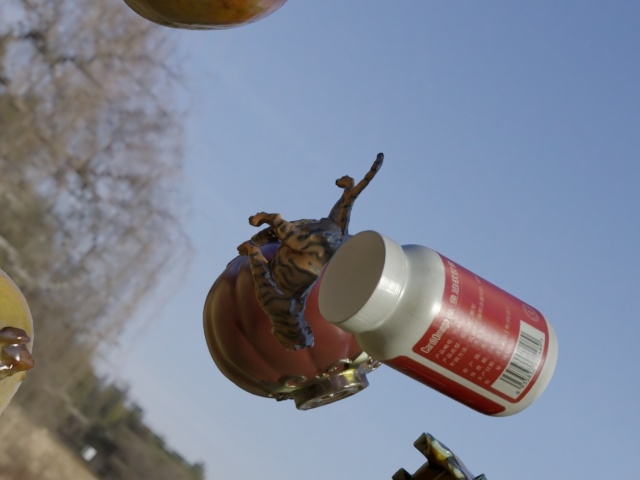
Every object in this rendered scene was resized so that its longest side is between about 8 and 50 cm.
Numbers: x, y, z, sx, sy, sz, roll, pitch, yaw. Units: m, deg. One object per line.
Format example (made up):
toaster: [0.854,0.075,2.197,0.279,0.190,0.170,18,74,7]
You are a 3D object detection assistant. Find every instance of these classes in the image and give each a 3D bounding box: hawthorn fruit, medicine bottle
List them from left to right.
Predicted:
hawthorn fruit: [-0.143,-0.411,2.137,0.301,0.267,0.267,13,-22,11]
medicine bottle: [0.126,0.088,1.646,0.250,0.131,0.131,29,-8,-29]

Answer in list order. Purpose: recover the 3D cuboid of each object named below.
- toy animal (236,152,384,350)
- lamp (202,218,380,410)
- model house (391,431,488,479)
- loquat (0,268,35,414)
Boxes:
toy animal: [-0.006,-0.001,1.852,0.114,0.255,0.116,19,20,-51]
lamp: [-0.020,0.106,2.236,0.303,0.303,0.257,109,-34,-73]
model house: [0.146,0.384,1.823,0.215,0.224,0.198,45,5,-22]
loquat: [-0.453,0.121,1.777,0.275,0.275,0.275,37,-16,12]
